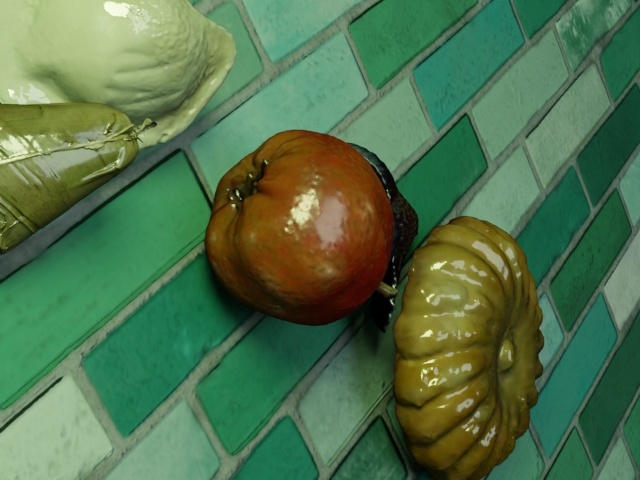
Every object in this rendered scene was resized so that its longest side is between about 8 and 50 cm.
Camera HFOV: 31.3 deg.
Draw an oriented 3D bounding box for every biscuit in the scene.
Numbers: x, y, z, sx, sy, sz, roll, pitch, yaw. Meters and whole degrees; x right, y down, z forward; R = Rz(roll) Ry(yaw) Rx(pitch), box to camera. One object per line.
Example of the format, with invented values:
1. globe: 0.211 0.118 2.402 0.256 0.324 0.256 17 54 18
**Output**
1. biscuit: 0.189 0.132 1.371 0.326 0.107 0.325 0 90 -61

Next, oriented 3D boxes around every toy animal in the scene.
1. toy animal: 0.078 -0.013 1.297 0.179 0.116 0.218 -17 95 -52

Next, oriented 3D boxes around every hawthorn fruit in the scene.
1. hawthorn fruit: 0.000 0.000 1.138 0.225 0.197 0.196 38 55 -34

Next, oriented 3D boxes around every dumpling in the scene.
1. dumpling: -0.183 -0.153 1.008 0.216 0.126 0.166 3 104 -54

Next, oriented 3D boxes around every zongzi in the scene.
1. zongzi: -0.241 -0.106 0.916 0.189 0.081 0.178 -38 107 -17
